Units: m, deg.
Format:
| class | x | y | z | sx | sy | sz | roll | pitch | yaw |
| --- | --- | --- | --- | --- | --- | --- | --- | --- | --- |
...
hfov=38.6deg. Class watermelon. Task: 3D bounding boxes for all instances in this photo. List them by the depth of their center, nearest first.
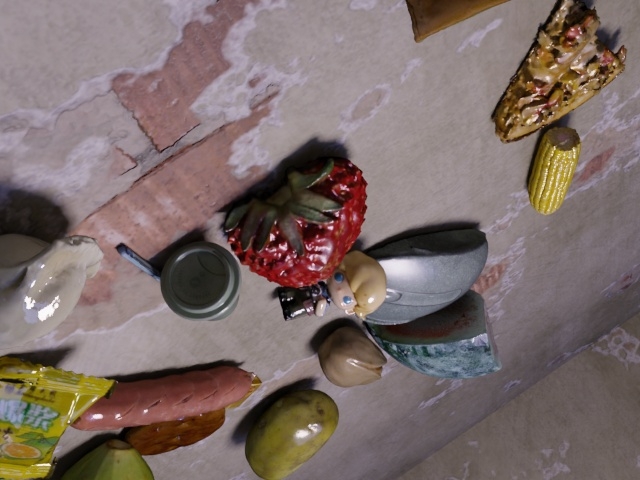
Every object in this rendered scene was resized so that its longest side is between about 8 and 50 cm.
| class | x | y | z | sx | sy | sz | roll | pitch | yaw |
| --- | --- | --- | --- | --- | --- | --- | --- | --- | --- |
| watermelon | 0.271 | 0.181 | 1.926 | 0.289 | 0.320 | 0.213 | 142 | -32 | -72 |

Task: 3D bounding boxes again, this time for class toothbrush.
| class | x | y | z | sx | sy | sz | roll | pitch | yaw |
| --- | --- | --- | --- | --- | --- | --- | --- | --- | --- |
| toothbrush | -0.247 | 0.051 | 1.358 | 0.019 | 0.016 | 0.219 | -27 | 155 | 4 |

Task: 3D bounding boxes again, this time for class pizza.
| class | x | y | z | sx | sy | sz | roll | pitch | yaw |
| --- | --- | --- | --- | --- | --- | --- | --- | --- | --- |
| pizza | 0.429 | -0.291 | 1.519 | 0.251 | 0.074 | 0.287 | -22 | 153 | -30 |

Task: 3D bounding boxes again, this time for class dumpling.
| class | x | y | z | sx | sy | sz | roll | pitch | yaw |
| --- | --- | --- | --- | --- | --- | --- | --- | --- | --- |
| dumpling | -0.367 | 0.062 | 1.126 | 0.252 | 0.131 | 0.179 | -35 | 178 | 25 |

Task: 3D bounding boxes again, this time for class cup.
| class | x | y | z | sx | sy | sz | roll | pitch | yaw |
| --- | --- | --- | --- | --- | --- | --- | --- | --- | --- |
| cup | -0.172 | 0.069 | 1.382 | 0.120 | 0.120 | 0.141 | -34 | 167 | -3 |

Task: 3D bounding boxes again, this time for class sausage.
| class | x | y | z | sx | sy | sz | roll | pitch | yaw |
| --- | --- | --- | --- | --- | --- | --- | --- | --- | --- |
| sausage | -0.275 | 0.280 | 1.632 | 0.433 | 0.088 | 0.088 | -1 | 138 | -49 |

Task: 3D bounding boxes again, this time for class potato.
| class | x | y | z | sx | sy | sz | roll | pitch | yaw |
| --- | --- | --- | --- | --- | --- | --- | --- | --- | --- |
| potato | -0.068 | 0.431 | 2.054 | 0.197 | 0.148 | 0.228 | -2 | 139 | -28 |

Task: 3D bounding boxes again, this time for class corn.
| class | x | y | z | sx | sy | sz | roll | pitch | yaw |
| --- | --- | --- | --- | --- | --- | --- | --- | --- | --- |
| corn | 0.457 | -0.135 | 1.796 | 0.081 | 0.081 | 0.248 | -29 | 153 | -12 |

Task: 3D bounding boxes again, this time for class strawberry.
| class | x | y | z | sx | sy | sz | roll | pitch | yaw |
| --- | --- | --- | --- | --- | --- | --- | --- | --- | --- |
| strawberry | 0.000 | 0.000 | 1.431 | 0.233 | 0.137 | 0.306 | -38 | 152 | 3 |

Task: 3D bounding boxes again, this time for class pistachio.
| class | x | y | z | sx | sy | sz | roll | pitch | yaw |
| --- | --- | --- | --- | --- | --- | --- | --- | --- | --- |
| pistachio | 0.069 | 0.252 | 1.932 | 0.136 | 0.135 | 0.226 | -39 | 154 | 9 |

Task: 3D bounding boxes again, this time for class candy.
| class | x | y | z | sx | sy | sz | roll | pitch | yaw |
| --- | --- | --- | --- | --- | --- | --- | --- | --- | --- |
| candy | -0.457 | 0.290 | 1.421 | 0.187 | 0.081 | 0.297 | 15 | 128 | -29 |

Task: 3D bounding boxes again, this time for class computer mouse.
| class | x | y | z | sx | sy | sz | roll | pitch | yaw |
| --- | --- | --- | --- | --- | --- | --- | --- | --- | --- |
| computer mouse | 0.207 | 0.074 | 1.818 | 0.374 | 0.114 | 0.203 | -13 | 147 | -36 |

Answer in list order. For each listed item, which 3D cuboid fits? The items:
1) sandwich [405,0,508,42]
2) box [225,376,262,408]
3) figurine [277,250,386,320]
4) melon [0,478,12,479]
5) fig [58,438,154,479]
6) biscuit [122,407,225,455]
| class | x | y | z | sx | sy | sz | roll | pitch | yaw |
| --- | --- | --- | --- | --- | --- | --- | --- | --- | --- |
| sandwich | 0.126 | -0.359 | 1.001 | 0.063 | 0.244 | 0.212 | -22 | -174 | -34 |
| box | -0.196 | 0.312 | 1.845 | 0.089 | 0.022 | 0.156 | -45 | 152 | 24 |
| figurine | 0.022 | 0.087 | 1.641 | 0.196 | 0.114 | 0.108 | -11 | 151 | -11 |
| melon | -0.632 | 0.489 | 1.593 | 0.210 | 0.064 | 0.118 | -35 | 149 | -5 |
| fig | -0.398 | 0.498 | 1.717 | 0.207 | 0.207 | 0.230 | 3 | 136 | -51 |
| biscuit | -0.286 | 0.373 | 1.794 | 0.212 | 0.036 | 0.212 | -19 | 154 | -10 |
